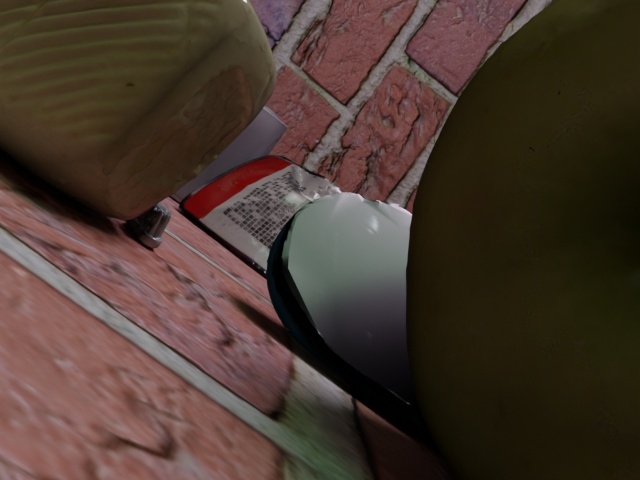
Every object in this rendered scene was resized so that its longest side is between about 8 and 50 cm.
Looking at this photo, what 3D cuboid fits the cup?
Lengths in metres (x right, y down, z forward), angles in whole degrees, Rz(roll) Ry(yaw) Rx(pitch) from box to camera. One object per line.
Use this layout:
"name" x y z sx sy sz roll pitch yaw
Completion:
"cup" -0.108 -0.096 0.980 0.099 0.133 0.136 35 2 7

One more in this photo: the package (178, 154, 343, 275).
"package" 0.000 0.000 0.863 0.239 0.030 0.154 38 41 17

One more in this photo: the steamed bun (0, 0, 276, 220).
"steamed bun" -0.146 -0.121 0.560 0.239 0.170 0.152 39 -12 21

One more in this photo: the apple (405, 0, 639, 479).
"apple" 0.216 0.026 0.461 0.357 0.357 0.357 36 2 -1

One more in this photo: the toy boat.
"toy boat" 0.088 0.088 0.632 0.299 0.134 0.092 34 -35 -3

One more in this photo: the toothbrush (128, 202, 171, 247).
"toothbrush" -0.147 -0.046 0.681 0.021 0.024 0.288 31 4 -26
